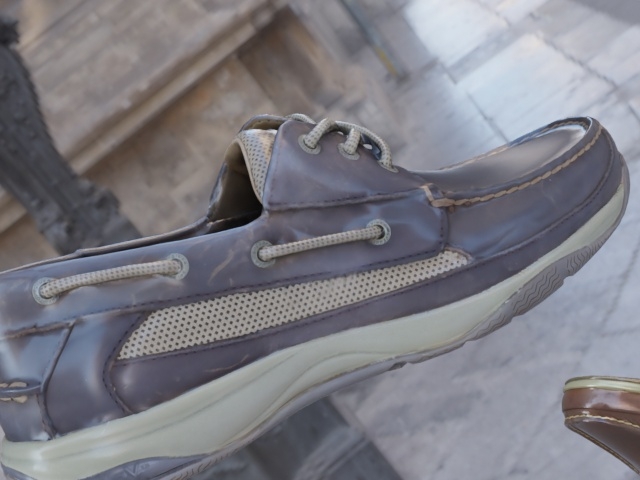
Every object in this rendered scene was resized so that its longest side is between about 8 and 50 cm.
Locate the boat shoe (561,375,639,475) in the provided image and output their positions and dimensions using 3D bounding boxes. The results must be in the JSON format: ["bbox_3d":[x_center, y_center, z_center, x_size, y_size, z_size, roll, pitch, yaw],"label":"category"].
[{"bbox_3d":[0.195,0.117,0.609,0.064,0.178,0.060,-29,39,66],"label":"boat shoe"}]

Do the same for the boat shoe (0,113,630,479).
[{"bbox_3d":[0.000,0.000,0.602,0.355,0.130,0.132,-26,10,-24],"label":"boat shoe"}]
